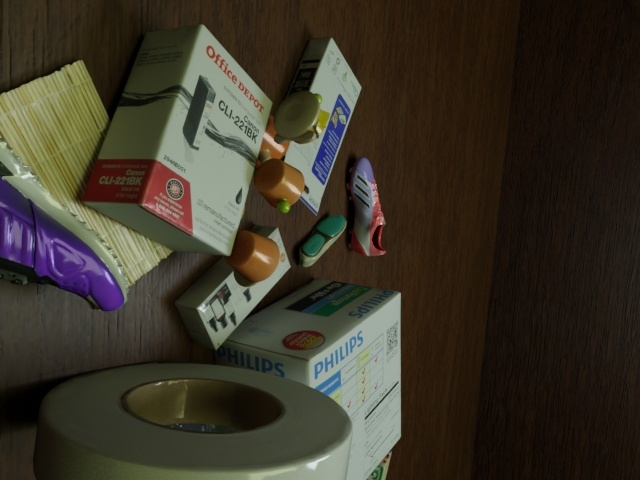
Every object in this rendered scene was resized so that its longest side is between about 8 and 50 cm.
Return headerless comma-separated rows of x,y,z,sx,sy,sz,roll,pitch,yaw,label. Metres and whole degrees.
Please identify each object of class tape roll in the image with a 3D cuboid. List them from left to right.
-0.153,0.242,0.701,0.392,0.392,0.072,5,93,-58,tape roll

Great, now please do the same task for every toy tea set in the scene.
-0.092,-0.086,0.909,0.124,0.200,0.336,36,69,-54,toy tea set

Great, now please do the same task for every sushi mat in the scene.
-0.309,-0.065,0.730,0.151,0.019,0.316,-51,137,-42,sushi mat

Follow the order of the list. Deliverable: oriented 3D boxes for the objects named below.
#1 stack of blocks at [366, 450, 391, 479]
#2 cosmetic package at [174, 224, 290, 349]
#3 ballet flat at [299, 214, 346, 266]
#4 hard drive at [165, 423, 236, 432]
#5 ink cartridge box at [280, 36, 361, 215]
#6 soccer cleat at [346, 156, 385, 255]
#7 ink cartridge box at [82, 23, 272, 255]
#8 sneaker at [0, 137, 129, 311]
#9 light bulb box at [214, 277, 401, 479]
0.077,0.555,1.342,0.297,0.171,0.087,53,51,-72,stack of blocks
-0.149,0.078,0.979,0.239,0.060,0.098,-49,137,-41,cosmetic package
0.000,0.000,1.224,0.168,0.057,0.052,-43,160,-41,ballet flat
-0.241,0.356,0.899,0.255,0.054,0.172,-24,117,-54,hard drive
-0.016,-0.234,1.120,0.165,0.065,0.332,46,57,-52,ink cartridge box
0.121,-0.082,1.344,0.083,0.095,0.248,-17,112,-56,soccer cleat
-0.192,-0.138,0.788,0.197,0.114,0.272,39,59,-57,ink cartridge box
-0.351,0.003,0.600,0.146,0.102,0.293,-50,127,-25,sneaker
-0.006,0.308,1.104,0.358,0.225,0.361,-24,116,-53,light bulb box
